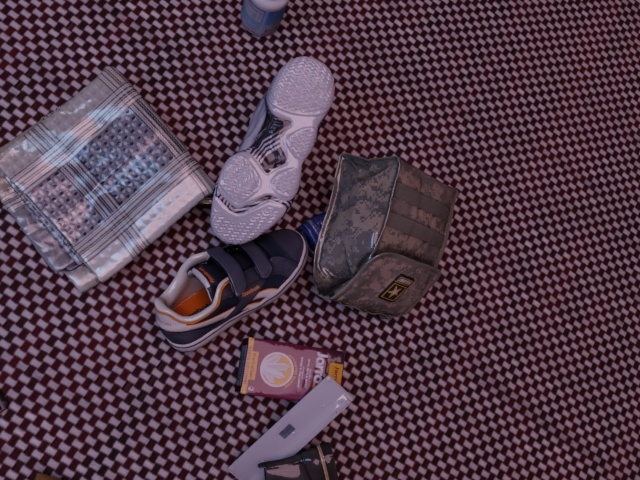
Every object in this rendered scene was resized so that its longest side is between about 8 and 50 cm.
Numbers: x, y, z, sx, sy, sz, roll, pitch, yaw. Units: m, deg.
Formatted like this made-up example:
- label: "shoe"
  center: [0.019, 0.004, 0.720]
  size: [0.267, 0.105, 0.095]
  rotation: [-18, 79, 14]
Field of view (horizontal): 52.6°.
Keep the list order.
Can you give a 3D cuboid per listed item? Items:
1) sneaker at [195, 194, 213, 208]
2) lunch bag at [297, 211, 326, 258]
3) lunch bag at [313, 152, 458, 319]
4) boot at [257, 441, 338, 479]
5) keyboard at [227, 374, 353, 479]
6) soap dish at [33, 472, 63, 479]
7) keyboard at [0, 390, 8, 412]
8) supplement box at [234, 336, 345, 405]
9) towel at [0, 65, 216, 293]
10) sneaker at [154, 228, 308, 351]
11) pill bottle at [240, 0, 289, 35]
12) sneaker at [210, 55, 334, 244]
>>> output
- label: "sneaker"
  center: [-0.242, -0.108, 1.244]
  size: [0.192, 0.064, 0.086]
  rotation: [4, 84, -11]
- label: "lunch bag"
  center: [0.000, 0.000, 1.290]
  size: [0.065, 0.067, 0.098]
  rotation: [-31, 90, -18]
- label: "lunch bag"
  center: [0.123, 0.004, 1.233]
  size: [0.235, 0.169, 0.287]
  rotation: [19, 84, -48]
- label: "boot"
  center: [-0.033, 0.475, 1.185]
  size: [0.137, 0.077, 0.197]
  rotation: [-11, 96, -9]
- label: "keyboard"
  center: [-0.054, 0.354, 1.184]
  size: [0.256, 0.014, 0.072]
  rotation: [-43, 103, 2]
- label: "soap dish"
  center: [-0.418, 0.558, 1.043]
  size: [0.229, 0.118, 0.290]
  rotation: [25, 73, -9]
- label: "keyboard"
  center: [-0.623, 0.231, 1.092]
  size: [0.100, 0.038, 0.192]
  rotation: [-35, 89, -18]
- label: "supplement box"
  center: [-0.058, 0.247, 1.220]
  size: [0.188, 0.081, 0.104]
  rotation: [11, 77, -13]
- label: "towel"
  center: [-0.405, -0.110, 1.171]
  size: [0.324, 0.056, 0.312]
  rotation: [-40, 91, -5]
- label: "sneaker"
  center: [-0.157, 0.068, 1.186]
  size: [0.321, 0.127, 0.126]
  rotation: [-40, 55, -19]
- label: "pill bottle"
  center: [-0.109, -0.486, 1.303]
  size: [0.087, 0.160, 0.087]
  rotation: [3, 79, -15]
- label: "sneaker"
  center: [-0.095, -0.162, 1.236]
  size: [0.137, 0.210, 0.365]
  rotation: [27, 89, -9]
